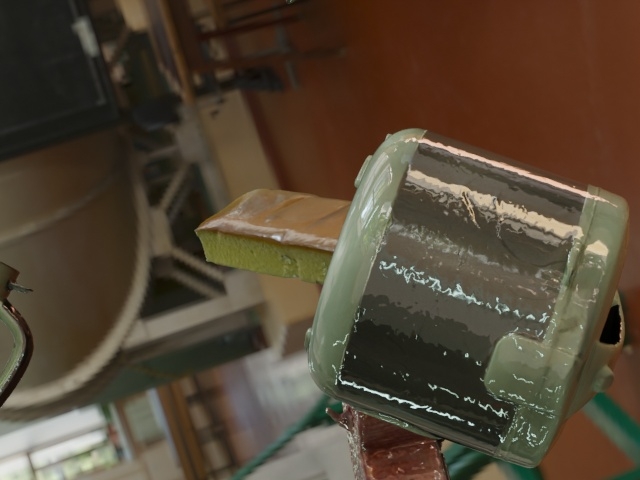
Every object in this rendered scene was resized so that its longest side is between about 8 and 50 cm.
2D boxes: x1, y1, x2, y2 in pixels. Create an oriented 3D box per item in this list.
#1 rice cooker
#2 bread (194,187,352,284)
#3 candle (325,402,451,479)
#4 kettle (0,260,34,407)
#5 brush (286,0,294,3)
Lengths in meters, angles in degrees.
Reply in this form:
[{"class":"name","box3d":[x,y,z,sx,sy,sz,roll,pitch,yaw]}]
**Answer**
[{"class":"rice cooker","box3d":[0.146,0.054,1.305,0.288,0.277,0.288,19,-90,-85]},{"class":"bread","box3d":[0.000,0.000,1.879,0.361,0.138,0.077,10,123,45]},{"class":"candle","box3d":[0.071,0.217,1.766,0.287,0.131,0.317,-111,13,-72]},{"class":"kettle","box3d":[-0.508,0.134,1.888,0.165,0.240,0.255,84,-153,-76]},{"class":"brush","box3d":[0.022,-0.325,1.453,0.021,0.196,0.070,36,-160,-1]}]
